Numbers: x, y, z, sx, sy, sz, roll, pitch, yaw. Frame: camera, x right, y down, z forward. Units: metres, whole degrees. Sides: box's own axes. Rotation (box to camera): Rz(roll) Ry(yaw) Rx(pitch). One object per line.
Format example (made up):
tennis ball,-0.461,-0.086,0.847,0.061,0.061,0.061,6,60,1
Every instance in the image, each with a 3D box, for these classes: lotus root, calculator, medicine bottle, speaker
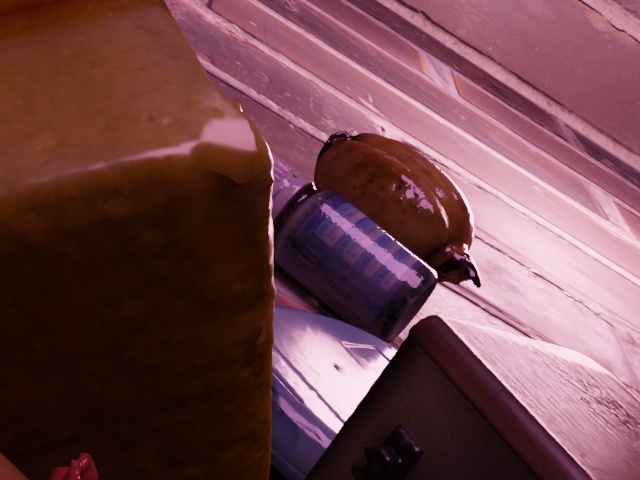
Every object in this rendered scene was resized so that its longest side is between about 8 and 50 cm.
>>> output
lotus root,0.080,-0.022,1.239,0.125,0.118,0.221,-30,64,-34
calculator,0.006,0.112,0.887,0.188,0.042,0.303,46,18,28
medicine bottle,0.000,0.000,1.094,0.203,0.083,0.083,38,18,11
speaker,0.127,0.176,0.671,0.192,0.153,0.231,16,25,-47

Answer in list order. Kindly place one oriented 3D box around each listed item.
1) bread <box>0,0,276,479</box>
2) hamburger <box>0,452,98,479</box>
bread,-0.152,0.047,0.583,0.245,0.361,0.233,-18,47,-17
hamburger,-0.101,0.158,0.401,0.137,0.175,0.175,40,18,-3
